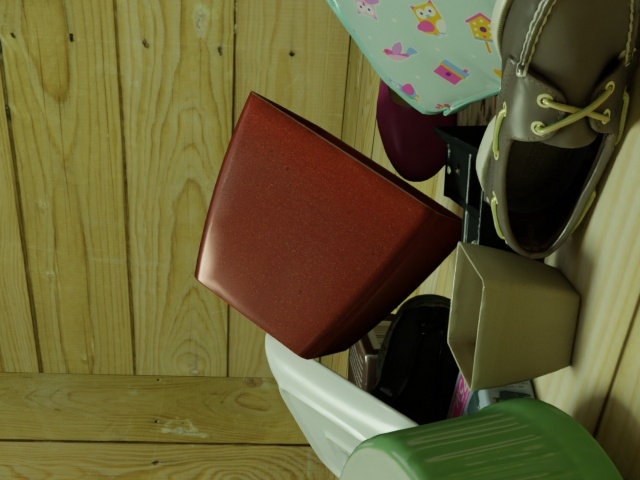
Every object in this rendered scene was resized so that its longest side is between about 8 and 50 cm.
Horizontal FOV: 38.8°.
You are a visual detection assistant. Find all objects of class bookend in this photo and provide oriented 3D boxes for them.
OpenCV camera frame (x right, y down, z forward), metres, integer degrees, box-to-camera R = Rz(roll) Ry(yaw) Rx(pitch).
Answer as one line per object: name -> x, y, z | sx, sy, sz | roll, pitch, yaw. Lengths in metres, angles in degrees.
bookend -> 0.175, -0.034, 0.969 | 0.157, 0.072, 0.156 | -124, 34, -69

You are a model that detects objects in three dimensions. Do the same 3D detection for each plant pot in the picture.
plant pot -> 0.000, 0.000, 1.146 | 0.235, 0.267, 0.267 | -57, -16, 8
plant pot -> 0.181, 0.069, 0.848 | 0.109, 0.096, 0.109 | -101, 13, -70

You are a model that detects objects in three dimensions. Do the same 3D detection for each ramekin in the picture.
ramekin -> 0.120, 0.284, 0.720 | 0.303, 0.148, 0.303 | 177, 90, -70

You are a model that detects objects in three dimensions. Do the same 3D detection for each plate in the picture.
plate -> 0.052, 0.264, 1.141 | 0.277, 0.045, 0.278 | 24, 150, 44

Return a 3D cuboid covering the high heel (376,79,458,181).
high heel -> 0.139, -0.272, 1.267 | 0.181, 0.127, 0.377 | 79, -168, -58

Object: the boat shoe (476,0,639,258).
boat shoe -> 0.191, -0.107, 0.723 | 0.324, 0.117, 0.096 | 91, 173, -56

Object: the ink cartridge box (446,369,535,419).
ink cartridge box -> 0.187, 0.266, 0.935 | 0.311, 0.065, 0.185 | -96, 9, -48

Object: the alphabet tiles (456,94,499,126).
alphabet tiles -> 0.208, -0.214, 1.106 | 0.284, 0.021, 0.278 | 167, 106, -85

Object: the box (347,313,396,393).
box -> 0.110, 0.323, 1.402 | 0.191, 0.143, 0.381 | -107, 21, -75

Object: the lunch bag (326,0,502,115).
lunch bag -> 0.121, -0.255, 0.855 | 0.223, 0.160, 0.262 | -13, 111, 56

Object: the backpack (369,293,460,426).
backpack -> 0.133, 0.161, 1.179 | 0.115, 0.152, 0.182 | -90, 8, -81
